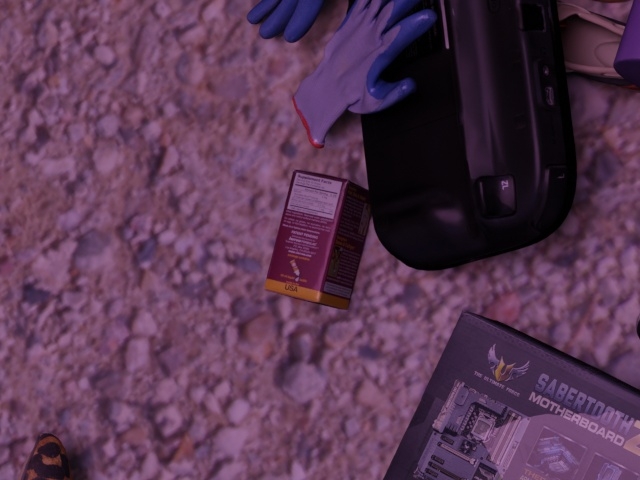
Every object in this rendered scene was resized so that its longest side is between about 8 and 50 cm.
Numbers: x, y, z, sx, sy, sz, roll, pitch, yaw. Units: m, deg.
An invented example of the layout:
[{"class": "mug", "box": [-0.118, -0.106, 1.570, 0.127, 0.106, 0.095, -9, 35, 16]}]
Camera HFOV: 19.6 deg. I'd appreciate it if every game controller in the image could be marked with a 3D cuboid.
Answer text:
[{"class": "game controller", "box": [0.082, -0.144, 1.198, 0.166, 0.067, 0.319, -21, 71, 54]}]

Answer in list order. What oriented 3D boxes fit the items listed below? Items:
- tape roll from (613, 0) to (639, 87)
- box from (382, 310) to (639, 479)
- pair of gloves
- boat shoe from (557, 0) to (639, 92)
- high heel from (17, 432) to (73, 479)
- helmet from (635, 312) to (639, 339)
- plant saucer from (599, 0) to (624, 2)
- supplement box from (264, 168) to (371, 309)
[{"class": "tape roll", "box": [0.269, -0.110, 1.060, 0.189, 0.189, 0.080, 16, 88, 24]}, {"class": "box", "box": [0.153, 0.173, 1.138, 0.233, 0.059, 0.183, 25, 93, 25]}, {"class": "pair of gloves", "box": [0.009, -0.158, 1.223, 0.159, 0.023, 0.198, -49, 51, 43]}, {"class": "boat shoe", "box": [0.157, -0.129, 1.191, 0.137, 0.043, 0.049, 21, 93, 25]}, {"class": "high heel", "box": [-0.119, 0.254, 1.242, 0.186, 0.093, 0.261, -4, 72, 5]}, {"class": "helmet", "box": [0.271, 0.040, 1.053, 0.169, 0.169, 0.161, 13, 71, 24]}, {"class": "plant saucer", "box": [0.190, -0.196, 1.202, 0.083, 0.015, 0.083, -3, 81, 22]}, {"class": "supplement box", "box": [0.000, 0.000, 1.231, 0.043, 0.055, 0.083, 13, 87, 24]}]
